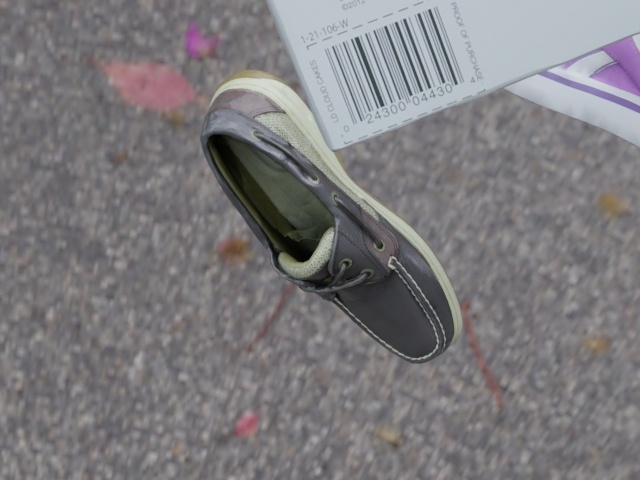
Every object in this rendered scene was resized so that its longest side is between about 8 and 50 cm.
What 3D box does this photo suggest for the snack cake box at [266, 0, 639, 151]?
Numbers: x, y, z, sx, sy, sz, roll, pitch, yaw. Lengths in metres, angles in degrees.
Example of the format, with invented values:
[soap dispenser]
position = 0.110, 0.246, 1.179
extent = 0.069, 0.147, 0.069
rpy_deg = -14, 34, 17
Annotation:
[snack cake box]
position = 0.095, -0.149, 0.533
extent = 0.264, 0.152, 0.089
rpy_deg = -20, 20, 4

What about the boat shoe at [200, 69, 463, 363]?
[boat shoe]
position = 0.000, -0.001, 1.118
extent = 0.223, 0.080, 0.073
rpy_deg = 52, 39, -16

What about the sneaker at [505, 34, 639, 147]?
[sneaker]
position = 0.198, -0.139, 1.055
extent = 0.102, 0.161, 0.282
rpy_deg = 5, 15, -33
